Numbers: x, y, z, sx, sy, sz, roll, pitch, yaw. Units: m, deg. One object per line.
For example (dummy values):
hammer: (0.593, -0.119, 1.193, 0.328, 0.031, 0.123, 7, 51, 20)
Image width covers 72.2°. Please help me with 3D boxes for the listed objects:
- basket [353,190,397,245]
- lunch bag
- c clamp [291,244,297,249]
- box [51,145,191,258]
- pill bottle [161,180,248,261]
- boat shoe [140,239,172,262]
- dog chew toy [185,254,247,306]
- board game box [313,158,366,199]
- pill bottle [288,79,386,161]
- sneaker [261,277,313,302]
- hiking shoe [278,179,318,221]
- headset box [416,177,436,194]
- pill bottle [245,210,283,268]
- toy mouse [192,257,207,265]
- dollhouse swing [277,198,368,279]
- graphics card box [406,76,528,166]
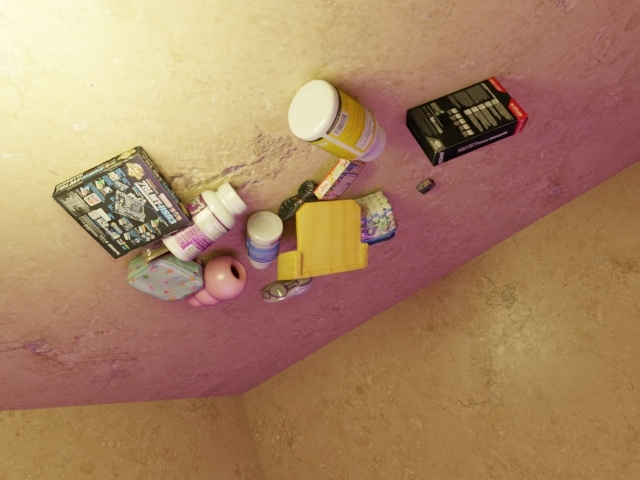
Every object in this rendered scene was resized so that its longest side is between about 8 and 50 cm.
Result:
basket: (0.230, -0.071, 2.072, 0.254, 0.201, 0.289, -20, 143, -7)
lunch bag: (-0.635, 0.141, 1.834, 0.224, 0.108, 0.279, -32, 141, 15)
c clamp: (-0.062, 0.031, 2.221, 0.137, 0.022, 0.161, -33, 150, 5)
box: (-0.614, -0.110, 1.391, 0.293, 0.073, 0.295, -26, 131, 2)
pill bottle: (-0.415, -0.074, 1.581, 0.301, 0.169, 0.169, -38, 152, -2)
boat shoe: (-0.554, 0.019, 1.706, 0.285, 0.089, 0.104, -16, 162, -34)
dog chew toy: (-0.492, 0.205, 2.006, 0.331, 0.207, 0.206, -30, 153, 26)
board game box: (0.080, -0.246, 1.755, 0.193, 0.045, 0.146, -49, 159, 25)
pill bottle: (0.069, -0.373, 1.440, 0.188, 0.188, 0.334, -40, 148, 27)
sneaker: (-0.177, 0.289, 2.471, 0.305, 0.114, 0.152, -18, 150, -10)
hiking shoe: (-0.077, -0.148, 1.824, 0.227, 0.086, 0.114, -40, 145, 26)
headset box: (0.517, -0.266, 2.136, 0.083, 0.032, 0.062, -40, 149, 26)
pill bottle: (-0.249, 0.010, 1.895, 0.152, 0.152, 0.272, -13, 150, -21)
toy mouse: (-0.582, 0.112, 1.941, 0.161, 0.031, 0.143, -6, 147, -31)
dollhouse swing: (-0.004, 0.000, 1.921, 0.346, 0.305, 0.315, -8, 177, -25)
graphics card box: (0.534, -0.444, 1.629, 0.370, 0.233, 0.094, -22, 153, -5)
